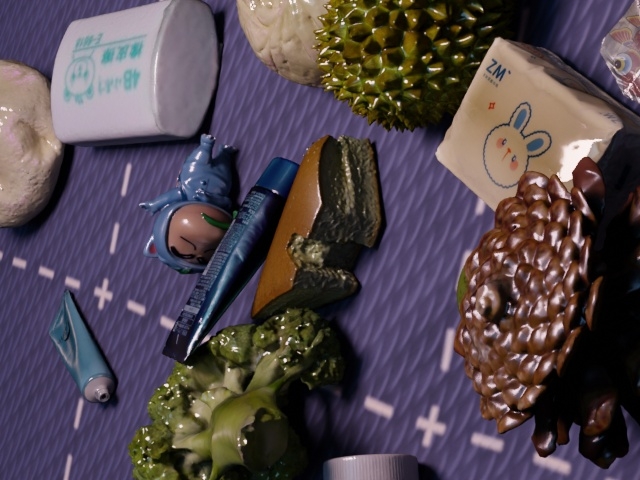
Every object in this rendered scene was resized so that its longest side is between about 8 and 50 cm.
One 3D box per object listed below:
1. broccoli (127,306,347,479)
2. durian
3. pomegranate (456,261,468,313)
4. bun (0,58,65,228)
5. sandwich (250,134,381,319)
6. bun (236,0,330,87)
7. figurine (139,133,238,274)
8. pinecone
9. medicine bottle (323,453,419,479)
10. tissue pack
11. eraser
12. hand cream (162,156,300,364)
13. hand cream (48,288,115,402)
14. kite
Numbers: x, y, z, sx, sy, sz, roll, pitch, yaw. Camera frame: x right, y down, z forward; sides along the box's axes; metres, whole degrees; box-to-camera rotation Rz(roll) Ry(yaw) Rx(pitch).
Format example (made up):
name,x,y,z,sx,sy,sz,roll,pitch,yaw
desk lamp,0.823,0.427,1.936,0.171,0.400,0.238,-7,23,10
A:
name,x,y,z,sx,sy,sz,roll,pitch,yaw
broccoli,-0.064,0.200,1.583,0.302,0.186,0.254,-11,34,49
durian,0.101,-0.228,1.458,0.237,0.200,0.176,-64,13,3
pomegranate,0.181,0.061,1.370,0.142,0.114,0.114,112,146,-54
bun,-0.505,-0.157,2.183,0.273,0.168,0.273,-7,82,56
sandwich,0.000,0.000,1.602,0.088,0.090,0.244,41,113,49
bun,-0.009,-0.303,1.634,0.244,0.153,0.244,-16,68,43
figurine,-0.145,-0.043,1.781,0.144,0.114,0.178,7,79,49
pinecone,0.240,0.075,1.187,0.264,0.264,0.264,-14,72,48
medicine bottle,0.056,0.311,1.459,0.105,0.105,0.168,-19,68,47
tissue pack,0.217,-0.089,1.361,0.196,0.092,0.148,48,119,45
eraser,-0.263,-0.229,1.958,0.290,0.104,0.189,0,86,51
hand cream,-0.104,0.025,1.663,0.270,0.061,0.120,-56,17,-9
hand cream,-0.347,0.160,2.025,0.224,0.048,0.083,48,121,49
kite,0.349,-0.224,1.297,0.229,0.016,0.127,-57,48,30
